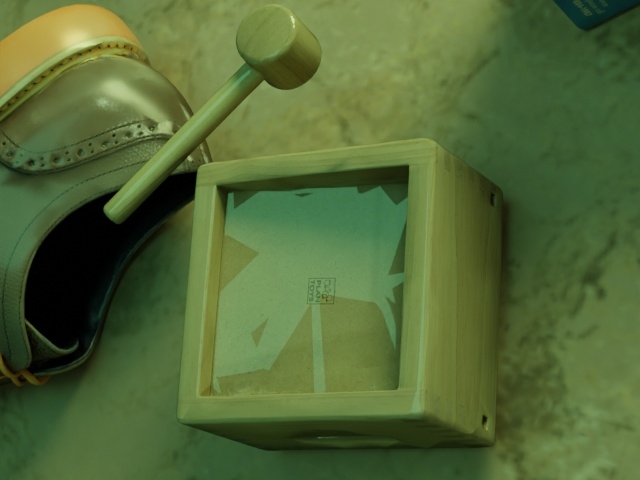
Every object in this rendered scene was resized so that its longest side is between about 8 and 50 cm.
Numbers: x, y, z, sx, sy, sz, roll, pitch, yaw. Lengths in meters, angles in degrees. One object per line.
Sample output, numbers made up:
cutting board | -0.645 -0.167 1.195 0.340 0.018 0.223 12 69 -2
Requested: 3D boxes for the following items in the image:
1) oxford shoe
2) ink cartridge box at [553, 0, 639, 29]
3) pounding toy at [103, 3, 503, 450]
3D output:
oxford shoe | -0.209 0.041 0.900 0.363 0.130 0.132 -46 65 11
ink cartridge box | 0.184 -0.198 0.737 0.231 0.134 0.078 -26 63 21
pounding toy | -0.008 -0.005 0.811 0.181 0.094 0.206 -5 72 28
